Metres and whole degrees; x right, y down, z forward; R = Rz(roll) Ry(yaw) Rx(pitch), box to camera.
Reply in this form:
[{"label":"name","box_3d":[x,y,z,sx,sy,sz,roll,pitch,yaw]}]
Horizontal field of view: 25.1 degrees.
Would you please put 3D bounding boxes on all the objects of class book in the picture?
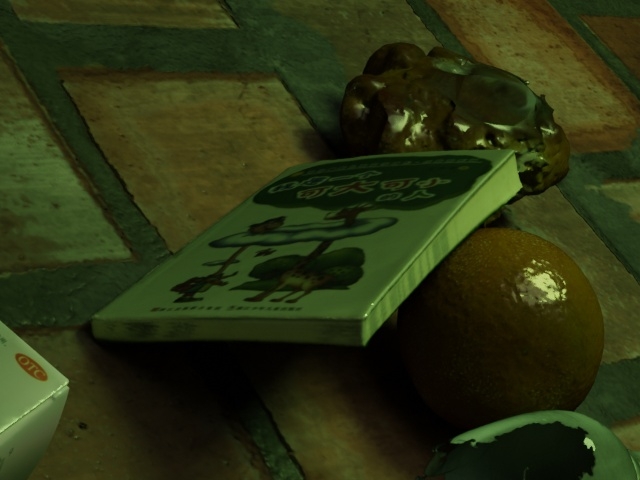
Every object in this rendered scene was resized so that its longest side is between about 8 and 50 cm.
[{"label":"book","box_3d":[0.000,0.000,1.283,0.260,0.043,0.371,-1,22,28]}]

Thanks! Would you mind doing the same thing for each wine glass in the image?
[{"label":"wine glass","box_3d":[0.229,0.201,1.202,0.321,0.143,0.143,-7,51,-39]}]

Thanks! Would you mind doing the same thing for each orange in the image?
[{"label":"orange","box_3d":[0.162,0.083,1.317,0.206,0.206,0.206,22,36,-17]}]

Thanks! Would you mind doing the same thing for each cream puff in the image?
[{"label":"cream puff","box_3d":[0.149,-0.119,1.588,0.269,0.155,0.241,25,34,-9]}]

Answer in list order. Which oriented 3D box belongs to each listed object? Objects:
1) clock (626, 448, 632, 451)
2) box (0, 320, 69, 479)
[{"label":"clock","box_3d":[0.265,0.275,1.294,0.226,0.049,0.226,21,37,-17]},{"label":"box","box_3d":[-0.355,0.073,0.951,0.333,0.145,0.173,39,32,9]}]
